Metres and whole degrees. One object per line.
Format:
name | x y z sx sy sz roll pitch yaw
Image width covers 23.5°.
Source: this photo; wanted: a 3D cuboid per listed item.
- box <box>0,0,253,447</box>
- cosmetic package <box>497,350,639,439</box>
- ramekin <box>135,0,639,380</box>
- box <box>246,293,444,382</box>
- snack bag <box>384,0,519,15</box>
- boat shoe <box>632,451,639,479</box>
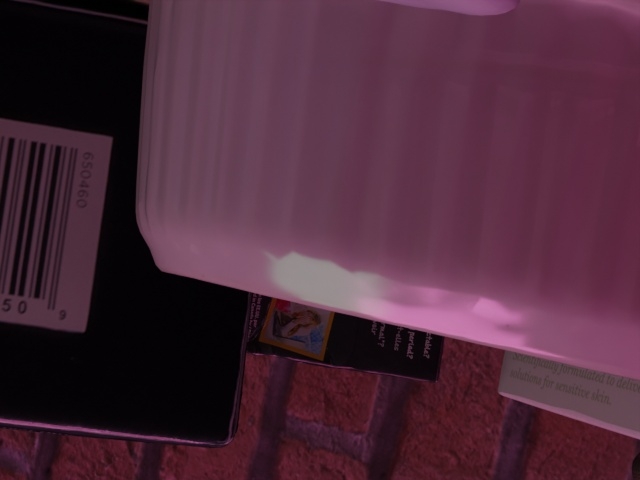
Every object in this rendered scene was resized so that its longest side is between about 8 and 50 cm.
box | -0.218 0.000 0.904 0.293 0.212 0.395 9 171 -15
cosmetic package | 0.302 0.052 0.793 0.365 0.155 0.197 12 179 -24
ramekin | 0.059 -0.026 0.552 0.273 0.127 0.273 12 178 0
box | 0.000 0.000 1.067 0.142 0.163 0.247 10 179 -12
snack bag | -0.160 -0.130 0.362 0.342 0.037 0.323 15 178 38
boat shoe | 0.373 0.137 1.016 0.355 0.130 0.132 -18 162 -19
